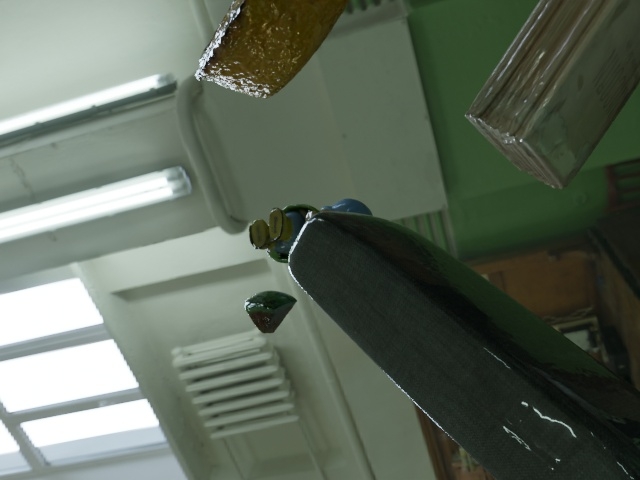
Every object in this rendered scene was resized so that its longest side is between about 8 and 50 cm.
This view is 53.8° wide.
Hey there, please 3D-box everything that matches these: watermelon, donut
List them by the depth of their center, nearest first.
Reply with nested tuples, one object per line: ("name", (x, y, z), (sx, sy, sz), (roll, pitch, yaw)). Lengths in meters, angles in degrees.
("donut", (-0.065, -0.218, 0.654), (0.101, 0.152, 0.259), (29, 179, -22))
("watermelon", (-0.085, 0.121, 1.112), (0.084, 0.093, 0.072), (-99, 1, -58))

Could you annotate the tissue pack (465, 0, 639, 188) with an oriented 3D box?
("tissue pack", (0.258, -0.205, 0.523), (0.071, 0.325, 0.170), (37, -171, 30))

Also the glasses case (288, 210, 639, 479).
("glasses case", (0.113, 0.082, 0.448), (0.131, 0.074, 0.323), (10, -156, -47))

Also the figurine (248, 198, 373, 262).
("figurine", (0.000, 0.000, 1.047), (0.263, 0.162, 0.143), (9, -122, -49))
